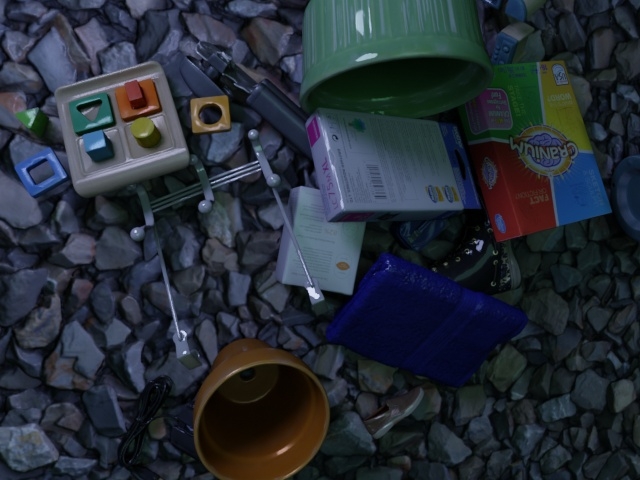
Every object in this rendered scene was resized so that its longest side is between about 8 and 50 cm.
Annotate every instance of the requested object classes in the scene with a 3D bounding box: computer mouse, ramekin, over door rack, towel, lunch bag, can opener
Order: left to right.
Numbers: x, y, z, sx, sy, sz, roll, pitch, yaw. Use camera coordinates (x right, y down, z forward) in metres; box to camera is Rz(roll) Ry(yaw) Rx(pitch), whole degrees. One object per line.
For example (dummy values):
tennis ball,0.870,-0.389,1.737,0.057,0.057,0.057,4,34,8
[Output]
computer mouse,-0.222,0.373,0.856,0.262,0.060,0.184,31,85,-14
over door rack,-0.152,0.001,0.758,0.239,0.108,0.324,-22,74,-2
can opener,-0.112,-0.231,0.850,0.283,0.076,0.095,40,116,-14
ramekin,0.111,-0.302,0.779,0.303,0.303,0.148,-4,87,-14
lunch bag,0.190,-0.028,0.930,0.098,0.065,0.067,-44,103,-7
towel,0.189,0.150,0.900,0.308,0.076,0.227,23,122,-17

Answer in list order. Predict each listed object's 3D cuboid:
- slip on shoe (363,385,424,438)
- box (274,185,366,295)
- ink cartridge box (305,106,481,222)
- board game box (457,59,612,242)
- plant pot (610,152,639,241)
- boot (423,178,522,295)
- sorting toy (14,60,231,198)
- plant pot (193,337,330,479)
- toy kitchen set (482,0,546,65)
slip on shoe,0.144,0.329,0.955,0.135,0.051,0.041,-39,90,-3
box,0.000,0.000,0.871,0.130,0.091,0.170,11,91,-15
ink cartridge box,0.135,-0.127,0.855,0.311,0.065,0.186,-3,72,-28
board game box,0.400,-0.175,0.922,0.242,0.064,0.316,-13,84,-23
plant pot,0.760,-0.106,0.981,0.255,0.271,0.271,-9,96,1
boot,0.277,0.016,0.948,0.178,0.085,0.236,-22,97,-9
sorting toy,-0.315,-0.184,0.762,0.348,0.047,0.196,-19,75,-6
plant pot,-0.110,0.256,0.803,0.205,0.188,0.205,-4,102,-18
toy kitchen set,0.291,-0.428,0.929,0.122,0.166,0.207,-41,67,-14
